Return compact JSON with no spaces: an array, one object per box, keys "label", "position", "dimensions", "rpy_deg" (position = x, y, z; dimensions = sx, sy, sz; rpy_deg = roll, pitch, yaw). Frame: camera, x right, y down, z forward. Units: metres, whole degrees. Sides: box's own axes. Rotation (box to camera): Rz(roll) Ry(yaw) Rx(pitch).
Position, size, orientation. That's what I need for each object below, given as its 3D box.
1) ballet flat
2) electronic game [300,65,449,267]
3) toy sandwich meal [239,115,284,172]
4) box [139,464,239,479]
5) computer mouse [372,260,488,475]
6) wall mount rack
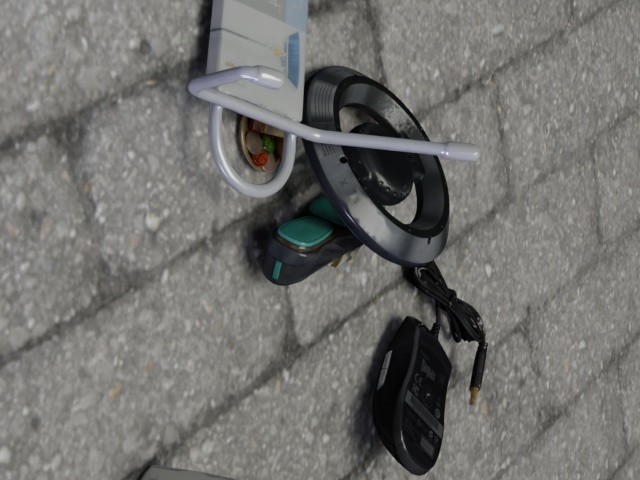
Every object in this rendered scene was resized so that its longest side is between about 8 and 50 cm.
[{"label":"ballet flat","position":[0.000,0.000,1.622],"dimensions":[0.203,0.074,0.074],"rpy_deg":[-30,117,-58]},{"label":"electronic game","position":[0.059,-0.078,1.648],"dimensions":[0.229,0.048,0.229],"rpy_deg":[36,39,-36]},{"label":"toy sandwich meal","position":[-0.048,-0.109,1.566],"dimensions":[0.086,0.029,0.085],"rpy_deg":[-5,97,-56]},{"label":"box","position":[-0.086,0.336,1.470],"dimensions":[0.094,0.113,0.275],"rpy_deg":[-55,133,-37]},{"label":"computer mouse","position":[0.122,0.163,1.816],"dimensions":[0.184,0.060,0.262],"rpy_deg":[44,45,-43]},{"label":"wall mount rack","position":[0.015,-0.205,1.522],"dimensions":[0.304,0.130,0.350],"rpy_deg":[17,72,-45]}]
